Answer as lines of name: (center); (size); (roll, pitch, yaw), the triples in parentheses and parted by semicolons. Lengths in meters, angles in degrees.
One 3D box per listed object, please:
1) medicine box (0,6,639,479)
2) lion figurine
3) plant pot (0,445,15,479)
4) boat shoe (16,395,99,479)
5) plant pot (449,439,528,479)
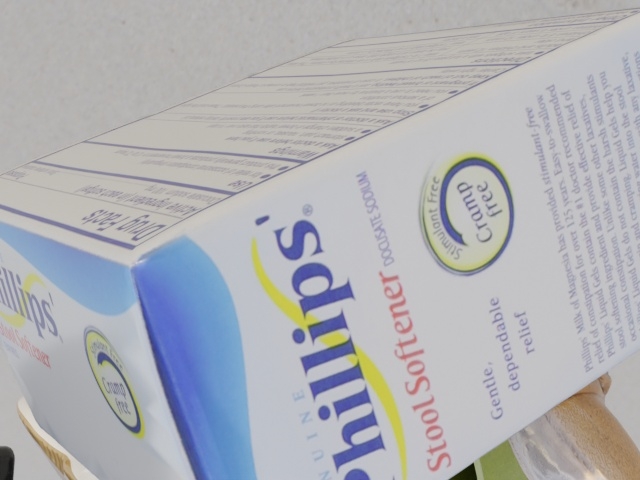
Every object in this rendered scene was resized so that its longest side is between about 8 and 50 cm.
medicine box: (0.000, 0.000, 0.527); (0.263, 0.289, 0.149); (12, 124, 57)
lion figurine: (0.216, 0.180, 0.830); (0.240, 0.392, 0.142); (7, 137, -40)
plant pot: (-0.386, 0.261, 0.854); (0.188, 0.187, 0.167); (-6, 164, 25)
boat shoe: (-0.146, 0.153, 0.771); (0.277, 0.096, 0.098); (14, 138, 59)
plant pot: (0.182, 0.255, 1.260); (0.293, 0.275, 0.275); (-5, 158, -42)
